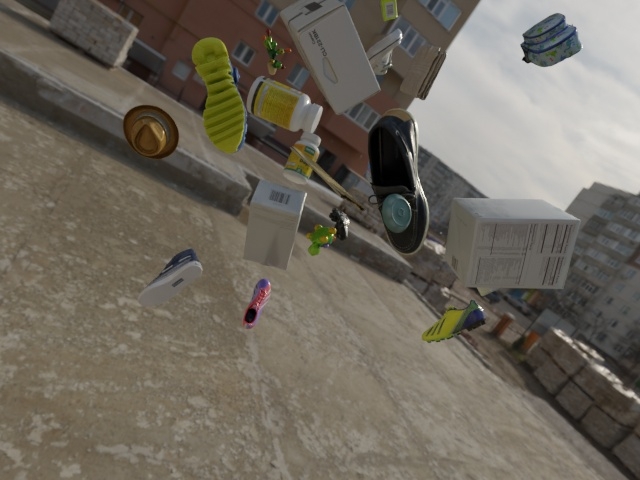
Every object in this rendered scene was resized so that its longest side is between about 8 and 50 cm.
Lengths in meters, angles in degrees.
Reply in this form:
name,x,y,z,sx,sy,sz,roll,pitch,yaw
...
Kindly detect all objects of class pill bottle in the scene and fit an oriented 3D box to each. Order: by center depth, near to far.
name,x,y,z,sx,sy,sz,roll,pitch,yaw
pill bottle,-0.075,-0.361,1.861,0.118,0.208,0.117,22,-9,3
pill bottle,-0.170,-0.643,2.059,0.334,0.187,0.188,24,10,3

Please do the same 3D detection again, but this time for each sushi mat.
name,x,y,z,sx,sy,sz,roll,pitch,yaw
sushi mat,0.022,-0.208,1.423,0.151,0.019,0.316,27,17,-52

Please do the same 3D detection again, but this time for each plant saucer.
name,x,y,z,sx,sy,sz,roll,pitch,yaw
plant saucer,0.234,-0.083,1.276,0.119,0.119,0.021,28,-19,-30

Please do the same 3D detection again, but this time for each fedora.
name,x,y,z,sx,sy,sz,roll,pitch,yaw
fedora,-0.561,-0.342,1.397,0.195,0.194,0.079,30,30,-25

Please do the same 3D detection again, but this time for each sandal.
name,x,y,z,sx,sy,sz,roll,pitch,yaw
sandal,-0.268,-0.400,1.214,0.126,0.316,0.138,-8,-3,8

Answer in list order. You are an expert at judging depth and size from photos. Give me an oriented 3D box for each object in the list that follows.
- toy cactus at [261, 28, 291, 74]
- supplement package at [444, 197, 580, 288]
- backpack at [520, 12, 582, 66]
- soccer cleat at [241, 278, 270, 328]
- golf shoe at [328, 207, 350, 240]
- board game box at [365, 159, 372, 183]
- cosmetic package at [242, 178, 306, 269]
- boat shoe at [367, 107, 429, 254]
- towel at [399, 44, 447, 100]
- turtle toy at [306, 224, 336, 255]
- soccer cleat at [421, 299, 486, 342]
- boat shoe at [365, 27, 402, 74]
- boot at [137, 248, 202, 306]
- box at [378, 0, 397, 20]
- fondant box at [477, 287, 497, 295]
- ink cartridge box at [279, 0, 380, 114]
name,x,y,z,sx,sy,sz,roll,pitch,yaw
toy cactus,-0.221,-0.887,2.056,0.218,0.112,0.180,60,-22,21
supplement package,0.508,0.003,1.170,0.263,0.197,0.199,1,21,-1
backpack,0.508,-0.440,0.943,0.084,0.105,0.114,49,22,-30
soccer cleat,-0.285,0.281,1.919,0.083,0.247,0.095,24,-23,-3
golf shoe,0.110,-0.075,2.018,0.094,0.077,0.198,14,42,-30
board game box,0.243,-0.327,1.757,0.039,0.211,0.160,-1,30,-15
cosmetic package,-0.207,-0.056,1.882,0.218,0.384,0.156,17,48,-4
boat shoe,0.246,-0.173,1.412,0.187,0.499,0.156,10,29,37
towel,0.381,-0.639,1.619,0.049,0.187,0.282,20,21,-14
turtle toy,0.000,0.000,1.527,0.095,0.130,0.066,14,-41,43
soccer cleat,0.525,0.329,1.723,0.094,0.289,0.121,-1,64,-48
boat shoe,0.159,-0.486,1.149,0.075,0.083,0.226,52,-17,-13
boot,-0.412,0.101,1.165,0.086,0.190,0.069,55,-6,47
box,0.182,-0.689,1.185,0.178,0.043,0.108,-86,165,-51
fondant box,0.763,0.057,1.763,0.096,0.331,0.238,103,-35,-68
ink cartridge box,0.016,-0.436,0.976,0.197,0.114,0.272,56,10,-36
